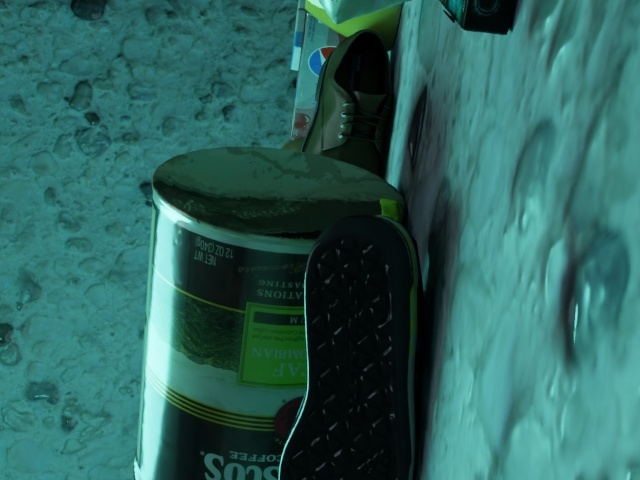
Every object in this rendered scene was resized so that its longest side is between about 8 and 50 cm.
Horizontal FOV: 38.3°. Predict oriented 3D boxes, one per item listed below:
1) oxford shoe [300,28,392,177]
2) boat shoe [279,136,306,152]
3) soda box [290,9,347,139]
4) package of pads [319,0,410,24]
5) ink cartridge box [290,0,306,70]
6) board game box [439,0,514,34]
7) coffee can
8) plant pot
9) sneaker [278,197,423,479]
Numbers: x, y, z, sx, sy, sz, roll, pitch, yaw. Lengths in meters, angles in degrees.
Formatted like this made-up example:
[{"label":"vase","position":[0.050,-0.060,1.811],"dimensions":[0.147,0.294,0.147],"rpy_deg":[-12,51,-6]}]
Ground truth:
[{"label":"oxford shoe","position":[0.028,-0.103,0.901],"dimensions":[0.096,0.083,0.227],"rpy_deg":[136,138,-69]},{"label":"boat shoe","position":[-0.003,0.063,1.007],"dimensions":[0.110,0.121,0.341],"rpy_deg":[4,-84,-56]},{"label":"soda box","position":[0.014,-0.253,1.329],"dimensions":[0.263,0.092,0.083],"rpy_deg":[102,173,-56]},{"label":"package of pads","position":[0.013,-0.346,0.681],"dimensions":[0.229,0.101,0.296],"rpy_deg":[63,163,21]},{"label":"ink cartridge box","position":[0.008,-0.375,1.598],"dimensions":[0.060,0.104,0.180],"rpy_deg":[101,174,-58]},{"label":"board game box","position":[0.088,-0.207,0.457],"dimensions":[0.126,0.026,0.186],"rpy_deg":[-92,9,-67]},{"label":"coffee can","position":[-0.049,0.082,0.774],"dimensions":[0.201,0.201,0.275],"rpy_deg":[-91,8,-67]},{"label":"plant pot","position":[0.034,-0.271,0.960],"dimensions":[0.134,0.095,0.134],"rpy_deg":[-173,90,-87]},{"label":"sneaker","position":[0.035,0.092,0.592],"dimensions":[0.097,0.084,0.235],"rpy_deg":[-13,-67,-68]}]
